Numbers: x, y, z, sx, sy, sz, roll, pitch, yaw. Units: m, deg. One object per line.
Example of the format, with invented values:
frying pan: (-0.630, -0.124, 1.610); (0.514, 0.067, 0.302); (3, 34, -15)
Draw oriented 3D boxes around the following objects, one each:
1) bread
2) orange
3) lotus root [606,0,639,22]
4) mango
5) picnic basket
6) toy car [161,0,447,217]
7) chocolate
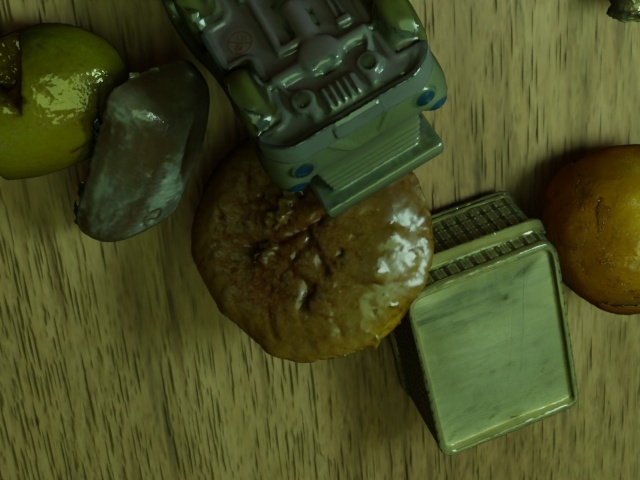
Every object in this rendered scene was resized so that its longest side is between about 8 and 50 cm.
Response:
bread: (-0.003, -0.005, 1.653); (0.312, 0.172, 0.312); (0, 89, 18)
orange: (0.421, -0.014, 1.807); (0.240, 0.240, 0.240); (-7, 119, -14)
lotus root: (0.395, -0.417, 1.636); (0.130, 0.146, 0.303); (-5, 116, -19)
mango: (-0.349, -0.157, 1.551); (0.262, 0.130, 0.167); (-28, 122, 3)
picnic basket: (0.213, 0.105, 1.844); (0.228, 0.175, 0.313); (-20, 125, -7)
toy car: (-0.016, -0.226, 1.521); (0.242, 0.336, 0.226); (-32, 151, 1)
chocolate: (-0.200, -0.090, 1.578); (0.161, 0.083, 0.261); (-31, 155, -40)
